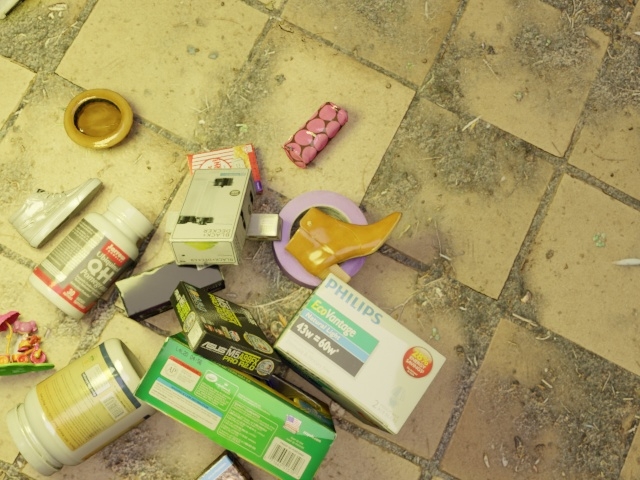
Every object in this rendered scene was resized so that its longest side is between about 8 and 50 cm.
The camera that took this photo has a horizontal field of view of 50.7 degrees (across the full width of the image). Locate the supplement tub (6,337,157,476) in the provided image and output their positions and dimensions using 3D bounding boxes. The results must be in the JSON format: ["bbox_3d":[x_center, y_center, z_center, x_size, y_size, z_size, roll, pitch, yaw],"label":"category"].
[{"bbox_3d":[-0.591,0.417,1.701,0.316,0.228,0.228,-33,84,-12],"label":"supplement tub"}]

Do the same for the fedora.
[{"bbox_3d":[-0.624,-0.336,1.919,0.194,0.079,0.194,0,79,0],"label":"fedora"}]

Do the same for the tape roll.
[{"bbox_3d":[0.000,0.000,1.923,0.274,0.090,0.275,1,79,-6],"label":"tape roll"}]

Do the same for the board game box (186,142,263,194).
[{"bbox_3d":[-0.276,-0.188,1.948,0.193,0.045,0.147,-13,81,-9],"label":"board game box"}]

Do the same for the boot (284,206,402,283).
[{"bbox_3d":[0.061,-0.028,1.837,0.211,0.104,0.295,43,82,2],"label":"boot"}]

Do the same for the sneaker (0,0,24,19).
[{"bbox_3d":[-0.833,-0.734,1.961,0.268,0.153,0.101,-43,67,22],"label":"sneaker"}]

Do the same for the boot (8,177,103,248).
[{"bbox_3d":[-0.730,-0.107,1.853,0.123,0.095,0.258,45,79,-4],"label":"boot"}]

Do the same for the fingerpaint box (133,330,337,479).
[{"bbox_3d":[-0.192,0.395,1.674,0.444,0.371,0.163,30,85,0],"label":"fingerpaint box"}]

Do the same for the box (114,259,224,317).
[{"bbox_3d":[-0.393,0.121,1.805,0.261,0.184,0.103,-21,84,-10],"label":"box"}]

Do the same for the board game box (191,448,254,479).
[{"bbox_3d":[-0.237,0.728,1.727,0.232,0.141,0.291,-40,86,-12],"label":"board game box"}]

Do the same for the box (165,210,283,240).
[{"bbox_3d":[-0.264,-0.040,1.865,0.324,0.063,0.067,1,76,11],"label":"box"}]

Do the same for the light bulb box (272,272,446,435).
[{"bbox_3d":[0.077,0.294,1.736,0.358,0.361,0.225,36,77,2],"label":"light bulb box"}]

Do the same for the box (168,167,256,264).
[{"bbox_3d":[-0.273,-0.068,1.766,0.169,0.087,0.290,1,44,8],"label":"box"}]

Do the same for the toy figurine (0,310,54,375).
[{"bbox_3d":[-0.793,0.263,1.778,0.173,0.130,0.159,1,68,-29],"label":"toy figurine"}]

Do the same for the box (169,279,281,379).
[{"bbox_3d":[-0.236,0.213,1.636,0.216,0.270,0.060,27,99,-30],"label":"box"}]

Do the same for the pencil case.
[{"bbox_3d":[-0.017,-0.315,1.984,0.098,0.095,0.209,38,75,18],"label":"pencil case"}]

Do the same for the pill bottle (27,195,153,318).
[{"bbox_3d":[-0.600,0.038,1.800,0.176,0.176,0.318,40,78,2],"label":"pill bottle"}]
